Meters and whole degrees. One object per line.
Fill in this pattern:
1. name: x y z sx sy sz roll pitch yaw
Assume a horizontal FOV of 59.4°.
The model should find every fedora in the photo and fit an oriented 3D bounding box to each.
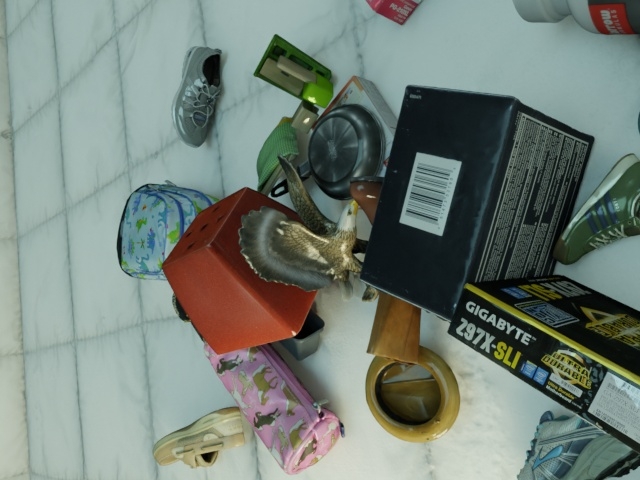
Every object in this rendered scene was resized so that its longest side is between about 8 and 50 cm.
1. fedora: 0.178 0.278 1.046 0.194 0.079 0.194 -2 86 36

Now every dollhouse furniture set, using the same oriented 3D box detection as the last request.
1. dollhouse furniture set: -0.113 -0.260 1.232 0.301 0.151 0.197 -55 18 28

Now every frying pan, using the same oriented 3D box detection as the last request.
1. frying pan: -0.005 -0.185 1.172 0.326 0.053 0.197 6 94 42

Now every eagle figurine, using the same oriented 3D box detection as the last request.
1. eagle figurine: 0.004 -0.010 1.080 0.298 0.226 0.225 22 95 -4

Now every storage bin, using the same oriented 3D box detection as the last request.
1. storage bin: -0.054 0.198 1.264 0.135 0.098 0.091 38 141 36

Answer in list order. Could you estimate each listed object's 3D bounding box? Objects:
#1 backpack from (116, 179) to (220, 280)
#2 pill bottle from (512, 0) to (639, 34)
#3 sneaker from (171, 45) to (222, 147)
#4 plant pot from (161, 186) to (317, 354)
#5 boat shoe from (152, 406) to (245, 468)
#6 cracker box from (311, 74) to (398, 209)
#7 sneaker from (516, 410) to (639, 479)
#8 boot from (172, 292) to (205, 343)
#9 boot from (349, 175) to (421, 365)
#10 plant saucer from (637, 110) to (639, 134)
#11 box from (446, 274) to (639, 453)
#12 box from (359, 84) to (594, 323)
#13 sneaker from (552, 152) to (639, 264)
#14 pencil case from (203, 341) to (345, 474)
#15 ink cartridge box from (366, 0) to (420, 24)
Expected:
1. backpack: -0.394 -0.015 1.494 0.355 0.273 0.290 10 88 29
2. pill bottle: 0.455 -0.379 0.731 0.363 0.210 0.210 18 100 42
3. sneaker: -0.327 -0.393 1.519 0.115 0.105 0.281 7 92 43
4. plant pot: -0.166 0.048 1.185 0.267 0.236 0.267 -21 32 40
5. boat shoe: -0.326 0.543 1.469 0.341 0.121 0.110 -37 64 34
6. cracker box: 0.091 -0.198 1.153 0.156 0.067 0.232 -45 59 34
7. sneaker: 0.374 0.338 0.868 0.283 0.110 0.122 -51 39 25
8. boot: -0.315 0.217 1.505 0.178 0.085 0.236 -18 98 60
9. boot: 0.109 0.055 0.950 0.096 0.264 0.280 4 70 35
10. plant saucer: 0.514 -0.177 0.795 0.119 0.021 0.119 -2 87 42
11. box: 0.356 0.135 0.725 0.257 0.322 0.079 29 109 40
12. box: 0.242 -0.051 0.855 0.182 0.294 0.296 23 103 42
13. sneaker: 0.435 -0.028 0.831 0.086 0.064 0.192 47 115 39
14. pencil case: -0.117 0.329 1.264 0.167 0.160 0.386 -43 54 -6
15. ink cartridge box: 0.165 -0.574 1.078 0.237 0.100 0.172 -47 59 32
